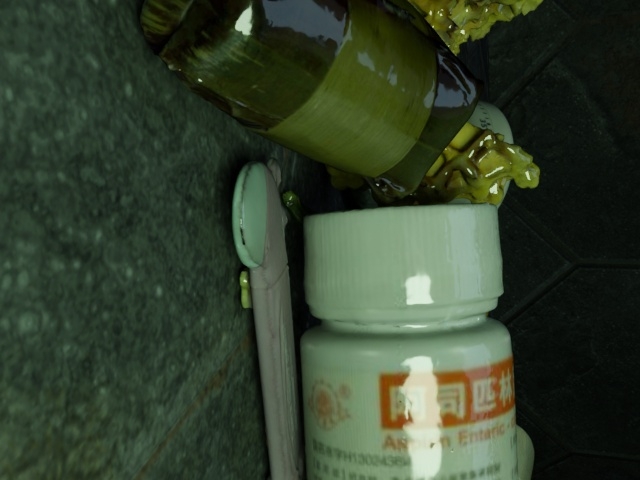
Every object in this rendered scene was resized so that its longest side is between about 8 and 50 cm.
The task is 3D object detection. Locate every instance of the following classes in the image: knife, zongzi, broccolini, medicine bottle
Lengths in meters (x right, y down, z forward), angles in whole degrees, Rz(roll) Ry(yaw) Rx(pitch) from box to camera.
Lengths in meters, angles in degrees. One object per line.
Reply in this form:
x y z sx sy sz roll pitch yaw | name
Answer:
-0.046 0.116 0.661 0.132 0.038 0.399 -56 143 -65 | knife
-0.040 -0.203 0.599 0.289 0.154 0.318 21 28 -47 | zongzi
0.012 -0.003 0.791 0.201 0.058 0.074 51 37 -63 | broccolini
0.086 0.153 0.685 0.211 0.210 0.372 -5 92 -71 | medicine bottle

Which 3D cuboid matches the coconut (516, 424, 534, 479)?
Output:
0.344 0.494 1.516 0.247 0.244 0.245 -52 139 -48 | coconut

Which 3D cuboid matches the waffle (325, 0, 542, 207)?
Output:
0.124 -0.193 0.802 0.151 0.261 0.325 40 56 -76 | waffle

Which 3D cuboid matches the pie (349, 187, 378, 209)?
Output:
0.071 -0.125 0.975 0.187 0.041 0.187 -4 90 -72 | pie

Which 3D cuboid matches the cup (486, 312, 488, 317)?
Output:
0.159 0.059 1.036 0.253 0.191 0.201 -52 142 -71 | cup

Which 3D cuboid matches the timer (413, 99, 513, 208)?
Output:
0.245 -0.126 1.190 0.233 0.240 0.234 -173 -90 -67 | timer
